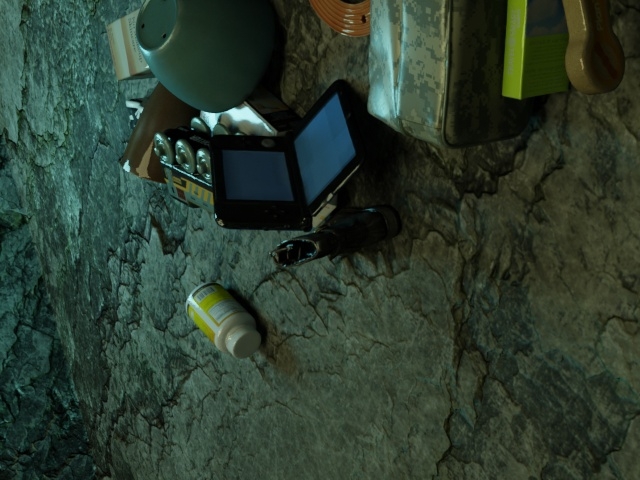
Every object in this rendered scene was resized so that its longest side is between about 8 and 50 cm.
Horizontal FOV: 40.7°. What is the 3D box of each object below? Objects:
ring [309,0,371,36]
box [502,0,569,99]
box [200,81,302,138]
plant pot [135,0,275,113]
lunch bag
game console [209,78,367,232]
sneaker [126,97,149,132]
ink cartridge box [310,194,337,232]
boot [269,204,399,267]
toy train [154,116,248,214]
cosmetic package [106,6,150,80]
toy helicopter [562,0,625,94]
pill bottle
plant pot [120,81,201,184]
[{"bbox_3d":[0.062,-0.532,1.527,0.336,0.032,0.336,26,124,47],"label":"ring"},{"bbox_3d":[0.307,-0.293,1.202,0.042,0.109,0.178,26,123,49],"label":"box"},{"bbox_3d":[-0.153,-0.248,1.893,0.290,0.087,0.169,47,137,35],"label":"box"},{"bbox_3d":[-0.267,-0.430,1.795,0.290,0.195,0.290,-8,77,39],"label":"plant pot"},{"bbox_3d":[0.176,-0.310,1.291,0.256,0.213,0.305,25,122,47],"label":"lunch bag"},{"bbox_3d":[-0.071,-0.168,1.592,0.293,0.250,0.173,-103,18,-51],"label":"game console"},{"bbox_3d":[-0.454,-0.313,2.313,0.217,0.079,0.121,28,128,57],"label":"sneaker"},{"bbox_3d":[-0.027,-0.094,1.748,0.143,0.092,0.090,-44,36,51],"label":"ink cartridge box"},{"bbox_3d":[0.000,0.000,1.646,0.263,0.229,0.091,-21,89,56],"label":"boot"},{"bbox_3d":[-0.238,-0.148,1.868,0.334,0.142,0.190,24,135,46],"label":"toy train"},{"bbox_3d":[-0.399,-0.488,2.110,0.296,0.129,0.153,-2,100,55],"label":"cosmetic package"},{"bbox_3d":[0.308,-0.355,1.065,0.140,0.235,0.355,-3,101,55],"label":"toy helicopter"},{"bbox_3d":[-0.241,0.204,2.172,0.215,0.117,0.117,40,133,40],"label":"pill bottle"},{"bbox_3d":[-0.358,-0.272,2.097,0.215,0.215,0.230,31,113,45],"label":"plant pot"}]
